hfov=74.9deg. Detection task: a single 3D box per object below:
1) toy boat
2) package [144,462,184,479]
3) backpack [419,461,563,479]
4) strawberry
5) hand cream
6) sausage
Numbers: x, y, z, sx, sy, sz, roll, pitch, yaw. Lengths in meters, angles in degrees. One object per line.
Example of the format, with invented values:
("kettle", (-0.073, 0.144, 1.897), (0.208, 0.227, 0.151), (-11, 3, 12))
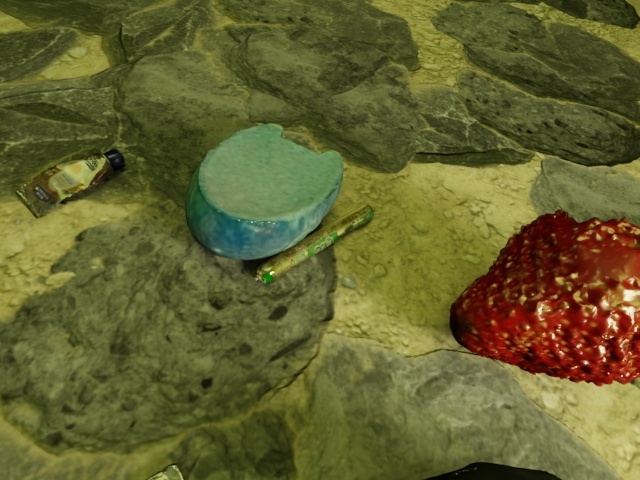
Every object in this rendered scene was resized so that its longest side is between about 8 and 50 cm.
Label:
("toy boat", (-0.091, -0.076, 0.701), (0.215, 0.123, 0.330), (26, 40, 2))
("package", (-0.176, 0.336, 0.389), (0.171, 0.027, 0.173), (-28, 59, -29))
("backpack", (0.240, 0.382, 0.308), (0.446, 0.254, 0.363), (12, 57, -6))
("strawberry", (0.331, 0.093, 0.558), (0.261, 0.261, 0.257), (36, 71, 16))
("hand cream", (-0.401, -0.101, 0.683), (0.062, 0.039, 0.163), (47, 58, 5))
("sausage", (0.000, 0.000, 0.691), (0.269, 0.032, 0.033), (-31, 64, -31))
